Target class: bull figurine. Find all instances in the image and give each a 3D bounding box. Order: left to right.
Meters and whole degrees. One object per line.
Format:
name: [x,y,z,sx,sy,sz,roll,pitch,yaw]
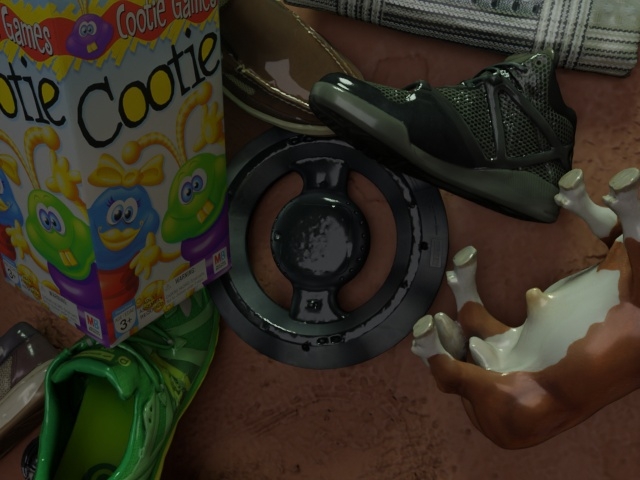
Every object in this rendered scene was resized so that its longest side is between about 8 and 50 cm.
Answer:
bull figurine: [0.222,0.048,0.582,0.310,0.101,0.188,-41,106,17]

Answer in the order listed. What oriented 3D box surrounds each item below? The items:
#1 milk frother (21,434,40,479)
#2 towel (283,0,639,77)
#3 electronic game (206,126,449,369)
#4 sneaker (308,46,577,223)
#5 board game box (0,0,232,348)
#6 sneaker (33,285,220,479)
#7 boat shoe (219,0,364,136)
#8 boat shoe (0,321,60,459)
milk frother: [-0.253,0.247,0.711,0.143,0.135,0.129,16,70,11]
towel: [0.149,-0.321,0.609,0.312,0.056,0.324,16,99,9]
electronic game: [0.000,0.000,0.681,0.229,0.048,0.229,-1,84,14]
sneaker: [0.107,-0.109,0.612,0.227,0.087,0.130,20,88,-10]
board game box: [-0.170,-0.084,0.577,0.144,0.142,0.275,24,130,29]
sneaker: [-0.159,0.111,0.644,0.109,0.123,0.296,7,57,5]
boat shoe: [-0.073,-0.181,0.652,0.257,0.095,0.095,33,79,13]
boat shoe: [-0.370,0.191,0.762,0.285,0.103,0.092,-39,78,9]
